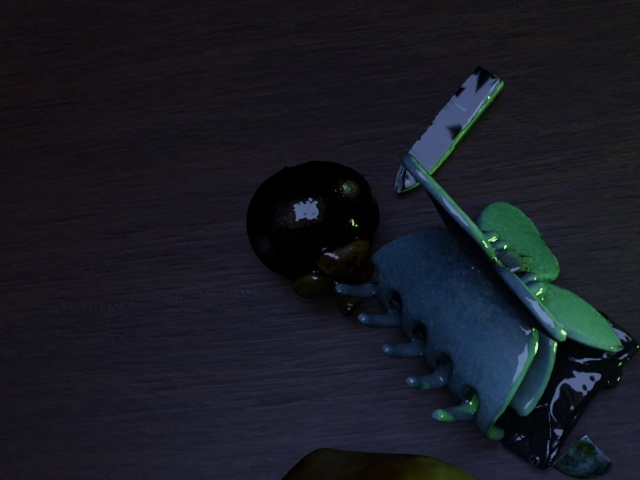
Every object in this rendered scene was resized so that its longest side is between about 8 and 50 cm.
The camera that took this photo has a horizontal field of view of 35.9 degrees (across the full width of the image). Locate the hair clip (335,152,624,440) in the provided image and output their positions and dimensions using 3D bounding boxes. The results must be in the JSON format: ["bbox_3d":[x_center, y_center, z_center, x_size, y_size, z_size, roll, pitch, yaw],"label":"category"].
[{"bbox_3d":[0.214,0.097,1.396,0.238,0.392,0.318,-47,61,17],"label":"hair clip"}]

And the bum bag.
[{"bbox_3d":[0.358,0.212,1.463,0.123,0.060,0.248,35,78,27],"label":"bum bag"}]

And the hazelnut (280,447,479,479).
[{"bbox_3d":[0.077,0.447,1.305,0.365,0.366,0.366,-3,71,8],"label":"hazelnut"}]

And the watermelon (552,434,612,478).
[{"bbox_3d":[0.386,0.311,1.443,0.085,0.085,0.061,-7,41,6],"label":"watermelon"}]

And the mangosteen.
[{"bbox_3d":[0.000,0.000,1.524,0.211,0.211,0.250,-20,84,1],"label":"mangosteen"}]

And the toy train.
[{"bbox_3d":[0.203,-0.174,1.629,0.055,0.048,0.252,39,87,13],"label":"toy train"}]
